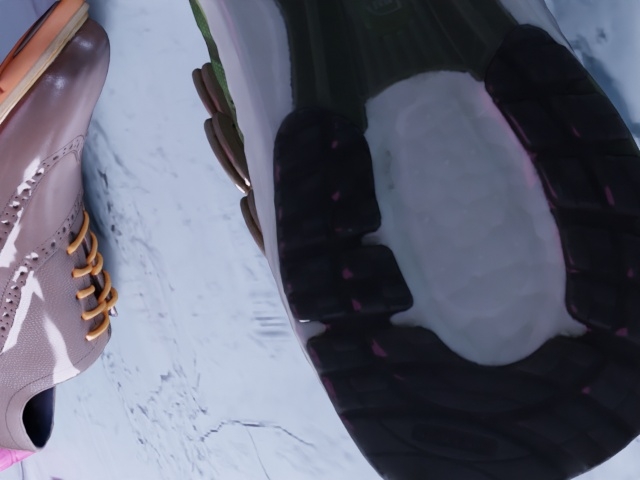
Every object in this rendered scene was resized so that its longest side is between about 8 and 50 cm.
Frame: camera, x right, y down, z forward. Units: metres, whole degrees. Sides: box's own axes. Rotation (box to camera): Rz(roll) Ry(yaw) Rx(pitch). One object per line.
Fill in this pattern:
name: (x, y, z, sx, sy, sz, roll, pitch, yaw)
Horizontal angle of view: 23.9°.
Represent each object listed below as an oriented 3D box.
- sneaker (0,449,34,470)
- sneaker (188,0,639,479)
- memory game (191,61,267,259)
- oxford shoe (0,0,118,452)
sneaker: (-0.308, 0.130, 1.197, 0.252, 0.103, 0.111, 6, 118, 51)
sneaker: (0.007, -0.103, 0.588, 0.182, 0.158, 0.410, 102, 154, -83)
memory game: (0.000, 0.000, 0.664, 0.186, 0.012, 0.186, 56, -169, -17)
oxford shoe: (-0.177, 0.001, 0.955, 0.133, 0.130, 0.363, 27, 133, -2)
